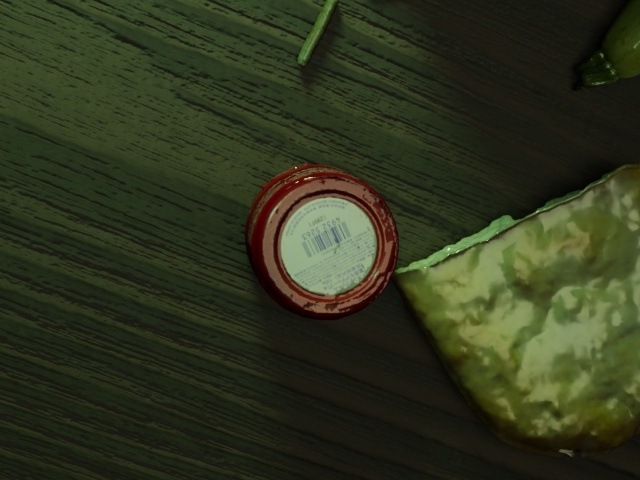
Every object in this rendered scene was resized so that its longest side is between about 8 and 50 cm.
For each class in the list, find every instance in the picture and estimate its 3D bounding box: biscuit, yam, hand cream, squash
[{"bbox_3d":[0.396,0.121,1.744,0.429,0.104,0.446,-33,99,-1],"label":"biscuit"},{"bbox_3d":[-0.004,-0.312,1.659,0.021,0.021,0.116,26,93,-11],"label":"yam"},{"bbox_3d":[0.000,0.000,1.645,0.230,0.149,0.230,-1,96,-8],"label":"hand cream"},{"bbox_3d":[0.513,-0.320,1.689,0.137,0.137,0.287,35,98,-12],"label":"squash"}]
